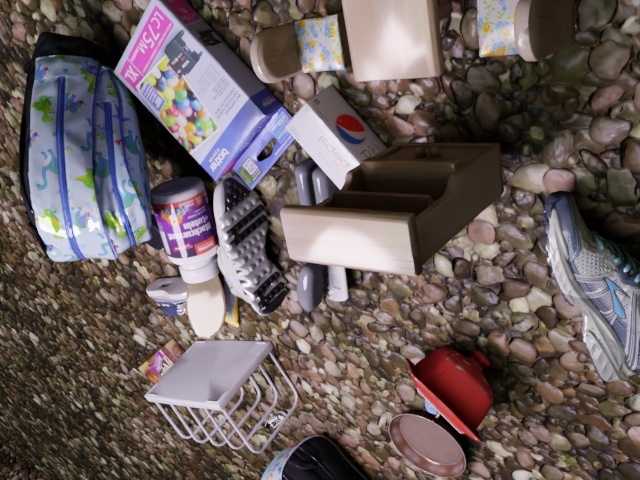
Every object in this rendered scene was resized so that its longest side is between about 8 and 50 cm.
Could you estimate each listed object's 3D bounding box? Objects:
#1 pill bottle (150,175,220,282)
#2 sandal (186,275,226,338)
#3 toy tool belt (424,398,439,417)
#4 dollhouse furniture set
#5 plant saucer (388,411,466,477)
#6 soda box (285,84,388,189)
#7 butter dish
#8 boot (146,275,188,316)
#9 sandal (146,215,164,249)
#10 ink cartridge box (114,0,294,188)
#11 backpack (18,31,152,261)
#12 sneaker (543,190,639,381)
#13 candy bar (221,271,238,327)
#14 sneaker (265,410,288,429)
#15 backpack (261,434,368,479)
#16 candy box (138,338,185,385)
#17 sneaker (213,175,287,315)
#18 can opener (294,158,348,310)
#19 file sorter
[{"bbox_3d":[-0.258,-0.018,1.308,0.108,0.108,0.194,7,121,36],"label":"pill bottle"},{"bbox_3d":[-0.247,0.085,1.434,0.088,0.079,0.240,-9,101,6],"label":"sandal"},{"bbox_3d":[0.210,0.298,1.224,0.052,0.051,0.083,10,128,35],"label":"toy tool belt"},{"bbox_3d":[0.068,-0.197,0.750,0.361,0.256,0.395,6,118,37],"label":"dollhouse furniture set"},{"bbox_3d":[0.215,0.400,1.321,0.168,0.029,0.169,22,133,25],"label":"plant saucer"},{"bbox_3d":[0.052,-0.123,1.000,0.216,0.074,0.069,48,139,-3],"label":"soda box"},{"bbox_3d":[0.233,0.233,1.114,0.160,0.118,0.160,45,-177,2],"label":"butter dish"},{"bbox_3d":[-0.324,0.133,1.540,0.189,0.069,0.086,0,129,50],"label":"boot"},{"bbox_3d":[-0.450,-0.052,1.495,0.254,0.054,0.097,24,135,24],"label":"sandal"},{"bbox_3d":[-0.192,-0.236,1.112,0.311,0.065,0.186,45,132,-3],"label":"ink cartridge box"},{"bbox_3d":[-0.418,-0.134,1.187,0.273,0.356,0.290,9,147,-7],"label":"backpack"},{"bbox_3d":[0.380,0.048,0.863,0.122,0.110,0.283,-21,110,29],"label":"sneaker"},{"bbox_3d":[-0.196,0.127,1.456,0.040,0.018,0.162,26,136,22],"label":"candy bar"},{"bbox_3d":[-0.106,0.441,1.619,0.032,0.037,0.083,47,138,1],"label":"sneaker"},{"bbox_3d":[-0.013,0.584,1.517,0.191,0.225,0.254,-34,94,44],"label":"backpack"},{"bbox_3d":[-0.406,0.342,1.780,0.109,0.053,0.186,49,141,-3],"label":"candy box"},{"bbox_3d":[-0.158,0.011,1.270,0.118,0.110,0.292,19,133,40],"label":"sneaker"},{"bbox_3d":[0.000,0.000,1.139,0.074,0.093,0.281,16,126,31],"label":"can opener"},{"bbox_3d":[-0.222,0.358,1.535,0.277,0.193,0.173,-7,121,43],"label":"file sorter"}]
